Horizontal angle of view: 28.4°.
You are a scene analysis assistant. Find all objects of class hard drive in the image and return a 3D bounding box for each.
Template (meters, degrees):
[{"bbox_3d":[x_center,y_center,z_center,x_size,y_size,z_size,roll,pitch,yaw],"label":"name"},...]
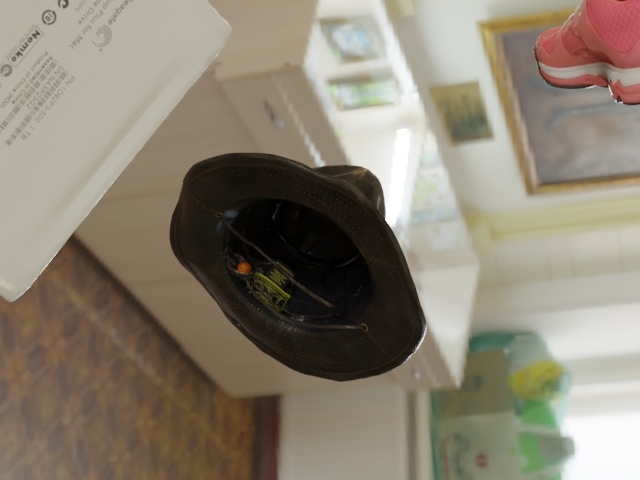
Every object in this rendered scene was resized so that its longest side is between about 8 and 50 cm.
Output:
[{"bbox_3d":[-0.203,-0.130,0.630,0.203,0.040,0.307,-52,130,-8],"label":"hard drive"}]

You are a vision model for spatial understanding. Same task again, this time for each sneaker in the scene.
[{"bbox_3d":[0.331,-0.239,1.408,0.314,0.116,0.136,-139,-142,-70],"label":"sneaker"}]

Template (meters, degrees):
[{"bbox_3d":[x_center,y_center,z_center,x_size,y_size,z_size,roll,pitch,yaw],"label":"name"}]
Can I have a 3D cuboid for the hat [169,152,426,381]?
[{"bbox_3d":[0.000,0.000,1.342,0.134,0.331,0.331,-51,138,-35],"label":"hat"}]
